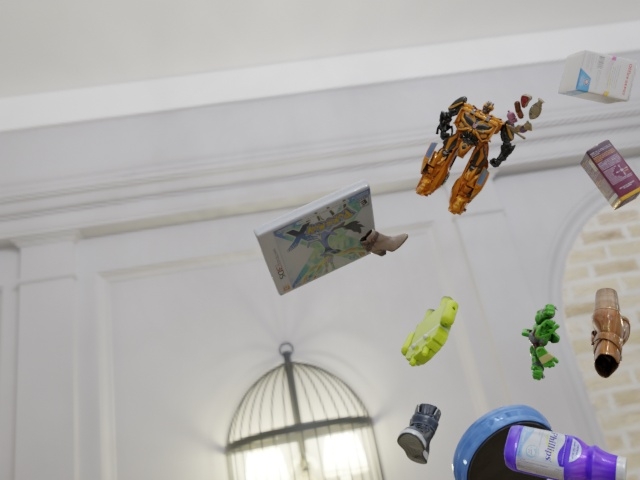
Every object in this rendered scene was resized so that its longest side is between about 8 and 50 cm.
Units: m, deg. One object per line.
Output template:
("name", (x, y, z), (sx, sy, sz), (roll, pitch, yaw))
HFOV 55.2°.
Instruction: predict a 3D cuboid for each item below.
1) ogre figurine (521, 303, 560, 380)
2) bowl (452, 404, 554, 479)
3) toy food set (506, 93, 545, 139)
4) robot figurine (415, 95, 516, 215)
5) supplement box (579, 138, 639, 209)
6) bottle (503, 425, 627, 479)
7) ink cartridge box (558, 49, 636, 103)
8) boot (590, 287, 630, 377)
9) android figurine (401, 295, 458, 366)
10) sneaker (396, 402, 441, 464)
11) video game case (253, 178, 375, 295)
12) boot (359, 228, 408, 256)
("ogre figurine", (0.591, 0.259, 1.635), (0.096, 0.197, 0.118), (-11, 6, 12))
("bowl", (0.653, 0.761, 2.135), (0.391, 0.391, 0.077), (-4, 19, -16))
("toy food set", (0.477, -0.297, 1.449), (0.019, 0.078, 0.122), (-30, -32, -26))
("robot figurine", (0.371, -0.222, 1.581), (0.085, 0.211, 0.291), (-29, -35, -59))
("supplement box", (0.893, -0.201, 1.878), (0.080, 0.188, 0.104), (-29, -18, 4))
("bottle", (0.617, 0.551, 1.548), (0.282, 0.118, 0.092), (4, -49, 32))
("ink cartridge box", (0.644, -0.372, 1.409), (0.143, 0.092, 0.090), (11, 6, -6))
("boot", (0.839, 0.300, 1.766), (0.109, 0.220, 0.283), (0, -38, 25))
("android figurine", (0.347, 0.293, 1.942), (0.056, 0.273, 0.248), (39, -48, -2))
("sneaker", (0.291, 0.539, 1.787), (0.086, 0.163, 0.226), (12, -31, 22))
("video game case", (0.000, 0.000, 1.705), (0.329, 0.036, 0.300), (-25, -37, -8))
("boot", (0.169, -0.003, 1.673), (0.087, 0.042, 0.118), (37, -61, -26))
